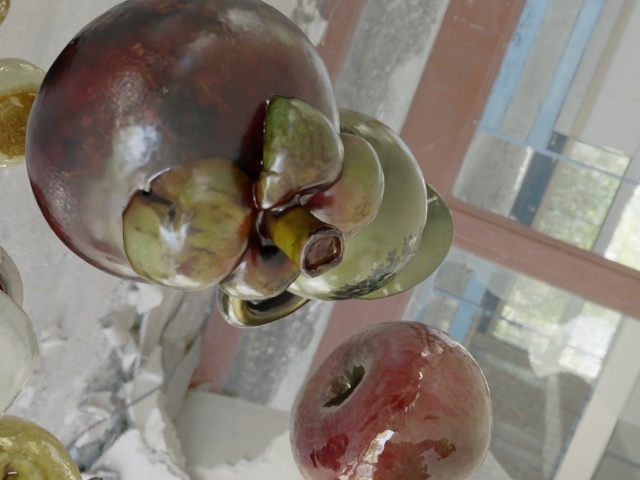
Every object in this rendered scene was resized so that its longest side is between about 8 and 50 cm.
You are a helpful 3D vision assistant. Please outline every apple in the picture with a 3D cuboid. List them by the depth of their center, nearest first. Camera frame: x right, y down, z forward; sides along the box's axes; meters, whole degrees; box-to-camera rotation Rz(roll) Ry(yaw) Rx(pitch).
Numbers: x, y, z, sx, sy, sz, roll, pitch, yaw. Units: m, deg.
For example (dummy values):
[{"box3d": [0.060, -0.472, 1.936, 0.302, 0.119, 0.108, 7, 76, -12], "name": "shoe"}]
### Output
[{"box3d": [0.117, 0.293, 1.211, 0.345, 0.269, 0.344, -41, -160, 19], "name": "apple"}]

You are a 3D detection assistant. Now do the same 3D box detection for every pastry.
[{"box3d": [-0.428, -0.176, 1.043, 0.156, 0.092, 0.156, -38, 146, -31], "name": "pastry"}]

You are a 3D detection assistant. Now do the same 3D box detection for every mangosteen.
[{"box3d": [-0.057, -0.044, 0.423, 0.199, 0.200, 0.199, -58, 162, -31], "name": "mangosteen"}]

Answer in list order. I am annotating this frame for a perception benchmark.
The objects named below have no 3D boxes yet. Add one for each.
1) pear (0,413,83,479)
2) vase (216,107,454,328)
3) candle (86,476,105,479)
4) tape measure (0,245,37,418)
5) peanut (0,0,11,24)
[{"box3d": [-0.466, 0.393, 1.038, 0.309, 0.309, 0.309, -58, 162, -31], "name": "pear"}, {"box3d": [0.000, 0.000, 1.016, 0.329, 0.241, 0.302, -41, 154, 6], "name": "vase"}, {"box3d": [-0.380, 0.527, 1.169, 0.131, 0.287, 0.316, 41, 64, -32], "name": "candle"}, {"box3d": [-0.381, 0.086, 0.672, 0.258, 0.130, 0.265, -25, 137, -13], "name": "tape measure"}, {"box3d": [-0.386, -0.254, 0.573, 0.325, 0.140, 0.153, 35, 92, -41], "name": "peanut"}]
